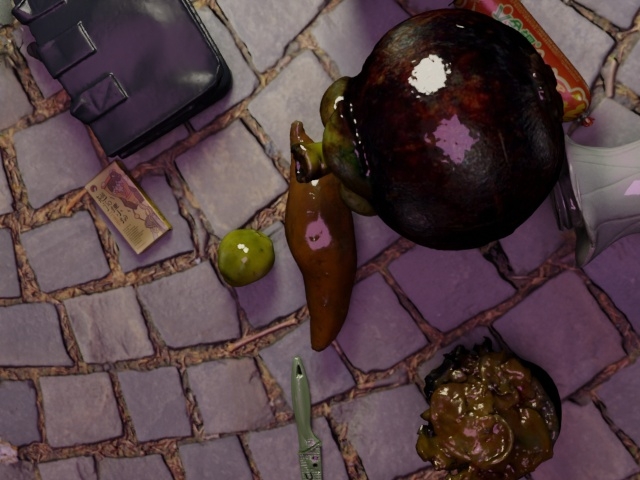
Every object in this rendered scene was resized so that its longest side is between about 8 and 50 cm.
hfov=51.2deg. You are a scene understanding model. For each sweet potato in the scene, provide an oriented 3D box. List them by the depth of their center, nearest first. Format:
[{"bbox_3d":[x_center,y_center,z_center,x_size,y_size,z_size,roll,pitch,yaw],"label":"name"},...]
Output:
[{"bbox_3d":[0.001,-0.005,1.014,0.112,0.112,0.359,-10,94,10],"label":"sweet potato"}]

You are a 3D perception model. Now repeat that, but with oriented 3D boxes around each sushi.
[{"bbox_3d":[0.239,0.262,0.969,0.200,0.204,0.213,33,97,7],"label":"sushi"}]

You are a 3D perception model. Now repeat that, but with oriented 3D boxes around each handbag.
[{"bbox_3d":[-0.318,-0.305,1.011,0.269,0.118,0.326,-30,93,5],"label":"handbag"}]

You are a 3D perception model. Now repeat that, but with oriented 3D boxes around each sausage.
[{"bbox_3d":[0.297,-0.263,0.943,0.083,0.083,0.264,-41,92,12],"label":"sausage"}]

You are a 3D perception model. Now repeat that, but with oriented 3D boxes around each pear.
[{"bbox_3d":[-0.119,0.030,1.048,0.092,0.092,0.097,25,101,4],"label":"pear"}]

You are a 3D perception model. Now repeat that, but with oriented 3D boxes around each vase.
[{"bbox_3d":[0.530,-0.088,0.862,0.445,0.250,0.250,-11,97,13],"label":"vase"}]

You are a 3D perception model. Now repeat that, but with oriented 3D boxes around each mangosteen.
[{"bbox_3d":[0.157,-0.138,0.873,0.330,0.330,0.330,1,99,9],"label":"mangosteen"}]

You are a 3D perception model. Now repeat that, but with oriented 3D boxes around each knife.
[{"bbox_3d":[-0.020,0.334,1.114,0.043,0.020,0.293,-4,99,8],"label":"knife"}]

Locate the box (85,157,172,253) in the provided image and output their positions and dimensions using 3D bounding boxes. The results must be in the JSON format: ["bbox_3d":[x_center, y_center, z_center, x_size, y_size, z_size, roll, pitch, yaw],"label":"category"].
[{"bbox_3d":[-0.316,-0.056,1.097,0.073,0.020,0.149,-38,91,13],"label":"box"}]

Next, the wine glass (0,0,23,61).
[{"bbox_3d":[-0.657,-0.341,1.021,0.357,0.190,0.190,-3,98,8],"label":"wine glass"}]
